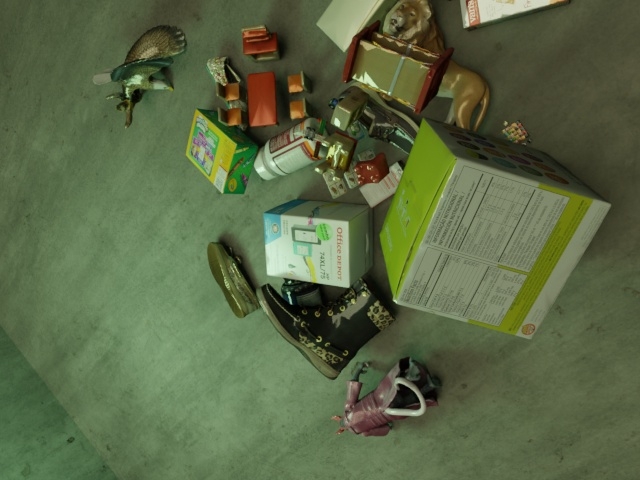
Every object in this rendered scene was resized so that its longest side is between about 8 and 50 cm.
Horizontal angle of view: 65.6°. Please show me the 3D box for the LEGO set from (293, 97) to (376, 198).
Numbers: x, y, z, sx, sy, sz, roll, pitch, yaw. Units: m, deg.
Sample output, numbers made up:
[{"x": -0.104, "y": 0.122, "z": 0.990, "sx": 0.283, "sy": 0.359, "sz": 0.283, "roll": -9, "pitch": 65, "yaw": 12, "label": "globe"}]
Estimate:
[{"x": 0.046, "y": -0.262, "z": 1.383, "sx": 0.060, "sy": 0.182, "sz": 0.244, "roll": -1, "pitch": 118, "yaw": 63, "label": "LEGO set"}]

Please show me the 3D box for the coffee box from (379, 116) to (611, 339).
[{"x": 0.352, "y": -0.042, "z": 1.133, "sx": 0.334, "sy": 0.338, "sz": 0.338, "roll": 15, "pitch": 116, "yaw": -7, "label": "coffee box"}]

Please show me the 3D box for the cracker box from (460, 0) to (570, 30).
[{"x": 0.438, "y": -0.594, "z": 1.137, "sx": 0.232, "sy": 0.067, "sz": 0.156, "roll": -5, "pitch": 102, "yaw": 29, "label": "cracker box"}]

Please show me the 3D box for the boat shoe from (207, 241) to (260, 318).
[{"x": -0.309, "y": 0.130, "z": 1.743, "sx": 0.104, "sy": 0.089, "sz": 0.285, "roll": -22, "pitch": 92, "yaw": 57, "label": "boat shoe"}]

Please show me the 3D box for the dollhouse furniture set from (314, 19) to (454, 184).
[{"x": 0.144, "y": -0.304, "z": 1.204, "sx": 0.201, "sy": 0.152, "sz": 0.374, "roll": 28, "pitch": 133, "yaw": 11, "label": "dollhouse furniture set"}]

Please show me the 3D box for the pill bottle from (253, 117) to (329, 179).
[{"x": -0.087, "y": -0.266, "z": 1.476, "sx": 0.221, "sy": 0.121, "sz": 0.121, "roll": -20, "pitch": 96, "yaw": 31, "label": "pill bottle"}]

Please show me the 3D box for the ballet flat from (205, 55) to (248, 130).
[{"x": -0.272, "y": -0.462, "z": 1.537, "sx": 0.077, "sy": 0.091, "sz": 0.241, "roll": -27, "pitch": 96, "yaw": 9, "label": "ballet flat"}]

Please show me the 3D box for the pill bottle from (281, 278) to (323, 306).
[{"x": -0.058, "y": 0.188, "z": 1.600, "sx": 0.122, "sy": 0.123, "sz": 0.219, "roll": -8, "pitch": 102, "yaw": 29, "label": "pill bottle"}]

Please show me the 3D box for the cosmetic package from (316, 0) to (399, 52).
[{"x": 0.147, "y": -0.621, "z": 1.225, "sx": 0.113, "sy": 0.160, "sz": 0.309, "roll": 47, "pitch": 121, "yaw": 7, "label": "cosmetic package"}]

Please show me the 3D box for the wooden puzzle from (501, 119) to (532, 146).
[{"x": 0.490, "y": -0.268, "z": 1.246, "sx": 0.049, "sy": 0.006, "sz": 0.083, "roll": -34, "pitch": 89, "yaw": 31, "label": "wooden puzzle"}]

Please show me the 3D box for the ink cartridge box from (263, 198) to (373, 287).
[{"x": 0.000, "y": 0.000, "z": 1.468, "sx": 0.270, "sy": 0.197, "sz": 0.198, "roll": 6, "pitch": 108, "yaw": 25, "label": "ink cartridge box"}]

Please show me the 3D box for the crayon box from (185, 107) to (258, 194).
[{"x": -0.315, "y": -0.281, "z": 1.551, "sx": 0.278, "sy": 0.081, "sz": 0.165, "roll": 43, "pitch": 123, "yaw": 38, "label": "crayon box"}]

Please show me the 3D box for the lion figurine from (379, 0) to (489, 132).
[{"x": 0.298, "y": -0.410, "z": 1.245, "sx": 0.392, "sy": 0.142, "sz": 0.240, "roll": 36, "pitch": 111, "yaw": -3, "label": "lion figurine"}]

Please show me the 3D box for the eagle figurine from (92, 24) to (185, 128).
[{"x": -0.575, "y": -0.551, "z": 1.607, "sx": 0.226, "sy": 0.225, "sz": 0.298, "roll": 54, "pitch": 132, "yaw": 15, "label": "eagle figurine"}]

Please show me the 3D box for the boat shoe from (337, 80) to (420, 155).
[{"x": 0.162, "y": -0.312, "z": 1.332, "sx": 0.285, "sy": 0.092, "sz": 0.103, "roll": 46, "pitch": 156, "yaw": 12, "label": "boat shoe"}]

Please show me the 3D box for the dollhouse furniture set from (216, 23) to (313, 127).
[{"x": -0.168, "y": -0.454, "z": 1.409, "sx": 0.262, "sy": 0.135, "sz": 0.259, "roll": -4, "pitch": 90, "yaw": 10, "label": "dollhouse furniture set"}]

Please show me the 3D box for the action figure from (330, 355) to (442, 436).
[{"x": 0.186, "y": 0.518, "z": 1.506, "sx": 0.370, "sy": 0.276, "sz": 0.248, "roll": -36, "pitch": 94, "yaw": 17, "label": "action figure"}]

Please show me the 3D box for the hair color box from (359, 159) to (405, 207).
[{"x": 0.187, "y": -0.160, "z": 1.413, "sx": 0.141, "sy": 0.043, "sz": 0.072, "roll": -32, "pitch": 89, "yaw": 32, "label": "hair color box"}]

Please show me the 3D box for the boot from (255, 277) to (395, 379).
[{"x": 0.020, "y": 0.207, "z": 1.475, "sx": 0.284, "sy": 0.138, "sz": 0.377, "roll": -40, "pitch": 104, "yaw": 5, "label": "boot"}]
